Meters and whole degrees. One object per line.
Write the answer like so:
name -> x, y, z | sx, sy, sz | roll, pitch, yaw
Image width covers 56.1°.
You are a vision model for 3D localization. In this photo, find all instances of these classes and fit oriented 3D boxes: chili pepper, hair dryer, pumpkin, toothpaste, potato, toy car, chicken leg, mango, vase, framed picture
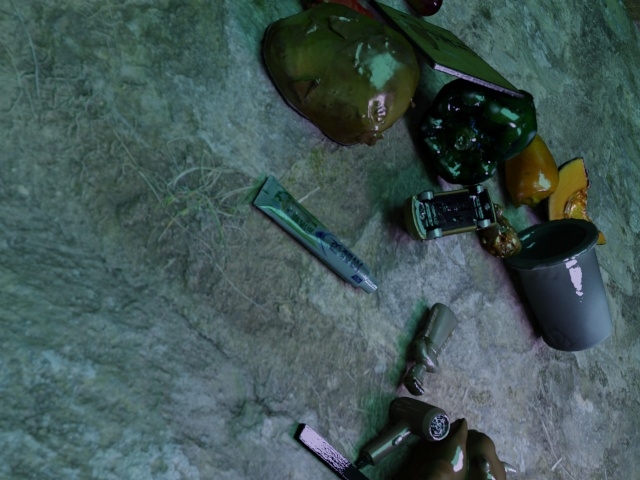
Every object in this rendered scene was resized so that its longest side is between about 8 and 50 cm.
chili pepper -> 0.037, -0.486, 1.248 | 0.272, 0.063, 0.071 | -3, 64, -47
hair dryer -> 0.140, 0.361, 1.096 | 0.181, 0.117, 0.064 | -31, 103, -24
pumpkin -> 0.702, -0.090, 1.760 | 0.169, 0.148, 0.312 | -32, 113, -8
toothpaste -> 0.000, 0.000, 1.092 | 0.297, 0.048, 0.075 | 42, 52, -25
chili pepper -> 0.368, -0.270, 1.394 | 0.233, 0.248, 0.256 | 55, 37, -2
potato -> 0.059, -0.339, 1.139 | 0.299, 0.196, 0.247 | 36, 55, -30
toy car -> 0.266, -0.055, 1.311 | 0.256, 0.124, 0.101 | -9, 85, -36
chicken leg -> 0.420, -0.047, 1.484 | 0.208, 0.085, 0.101 | 60, 33, -1
mango -> 0.576, -0.205, 1.648 | 0.153, 0.126, 0.252 | 26, 52, -25
vase -> 0.624, 0.120, 1.551 | 0.245, 0.245, 0.291 | -44, 117, -42
framed picture -> 0.271, -0.426, 1.323 | 0.255, 0.014, 0.339 | 8, 37, -29

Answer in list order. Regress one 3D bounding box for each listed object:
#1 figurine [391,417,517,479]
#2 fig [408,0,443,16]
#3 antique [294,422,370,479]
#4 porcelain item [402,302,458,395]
figurine -> 0.249, 0.455, 1.112 | 0.173, 0.177, 0.247 | 52, 34, 4
fig -> 0.240, -0.606, 1.479 | 0.125, 0.089, 0.089 | 12, 68, -14
antique -> 0.024, 0.377, 1.028 | 0.192, 0.015, 0.031 | 48, 49, -24
porcelain item -> 0.220, 0.227, 1.232 | 0.084, 0.054, 0.213 | 52, 48, -18
